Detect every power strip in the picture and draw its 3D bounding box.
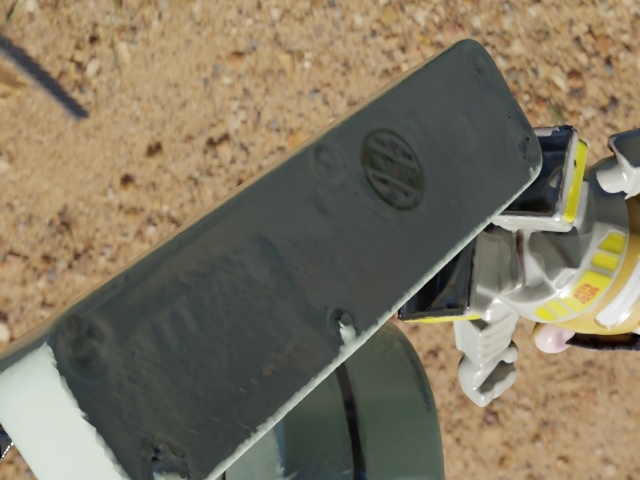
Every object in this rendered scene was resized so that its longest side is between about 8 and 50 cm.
[{"bbox_3d":[-0.033,0.217,1.328,0.161,0.357,0.358,5,120,-23],"label":"power strip"},{"bbox_3d":[0.000,0.000,0.707,0.062,0.385,0.091,-25,99,42],"label":"power strip"}]

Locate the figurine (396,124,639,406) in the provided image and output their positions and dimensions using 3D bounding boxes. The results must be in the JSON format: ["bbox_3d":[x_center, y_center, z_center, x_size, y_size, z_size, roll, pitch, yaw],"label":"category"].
[{"bbox_3d":[0.203,0.007,1.141,0.308,0.143,0.308,-13,154,-6],"label":"figurine"}]

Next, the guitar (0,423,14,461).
[{"bbox_3d":[-0.193,0.118,0.870,0.025,0.088,0.233,38,118,-6],"label":"guitar"}]
